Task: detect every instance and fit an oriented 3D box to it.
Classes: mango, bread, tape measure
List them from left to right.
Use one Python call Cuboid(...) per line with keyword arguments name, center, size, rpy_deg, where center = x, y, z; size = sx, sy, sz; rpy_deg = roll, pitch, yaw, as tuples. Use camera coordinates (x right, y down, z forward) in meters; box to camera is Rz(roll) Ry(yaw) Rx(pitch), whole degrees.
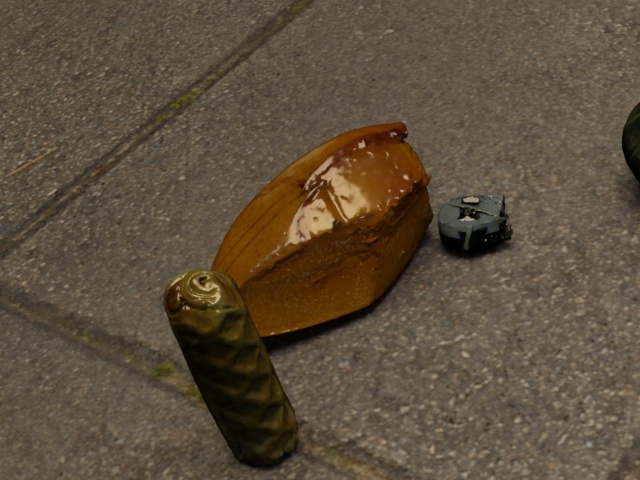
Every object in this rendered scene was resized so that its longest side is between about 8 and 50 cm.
Cuboid(name="bread", center=(-0.098, 0.137, 1.354), size=(0.087, 0.269, 0.098), rpy_deg=(-21, 40, -1))
Cuboid(name="mango", center=(0.000, 0.000, 1.570), size=(0.350, 0.201, 0.199), rpy_deg=(-37, 6, -12))
Cuboid(name="tape measure", center=(0.201, -0.022, 1.609), size=(0.094, 0.054, 0.091), rpy_deg=(-9, 34, 5))

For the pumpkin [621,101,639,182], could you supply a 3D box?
Cuboid(name="pumpkin", center=(0.467, -0.118, 1.570), size=(0.167, 0.125, 0.167), rpy_deg=(21, 46, -23))
